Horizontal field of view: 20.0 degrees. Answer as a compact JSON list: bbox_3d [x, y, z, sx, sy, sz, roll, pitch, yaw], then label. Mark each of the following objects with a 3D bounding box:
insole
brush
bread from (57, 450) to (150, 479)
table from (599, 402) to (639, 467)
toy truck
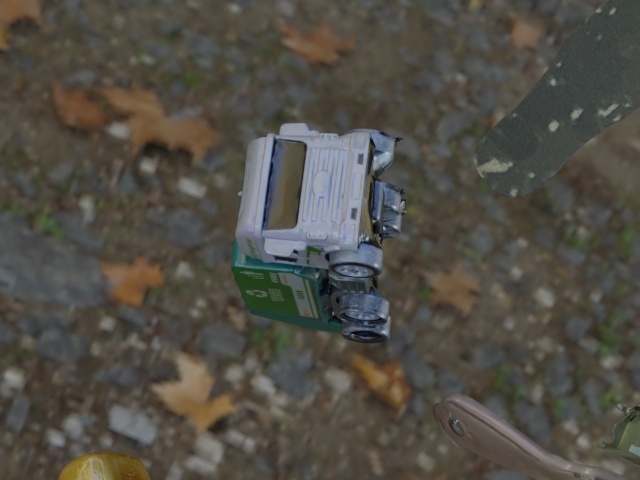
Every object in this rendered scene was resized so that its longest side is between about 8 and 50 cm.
[{"bbox_3d":[0.212,-0.120,1.479,0.081,0.248,0.011,46,38,2],"label":"insole"},{"bbox_3d":[0.192,0.202,1.417,0.067,0.072,0.313,-32,42,-31],"label":"brush"},{"bbox_3d":[-0.118,0.174,1.044,0.062,0.049,0.103,19,47,-58],"label":"bread"},{"bbox_3d":[0.381,0.229,2.086,0.083,0.079,0.062,27,79,-16],"label":"table"},{"bbox_3d":[0.000,0.000,1.341,0.124,0.253,0.114,4,72,7],"label":"toy truck"}]
